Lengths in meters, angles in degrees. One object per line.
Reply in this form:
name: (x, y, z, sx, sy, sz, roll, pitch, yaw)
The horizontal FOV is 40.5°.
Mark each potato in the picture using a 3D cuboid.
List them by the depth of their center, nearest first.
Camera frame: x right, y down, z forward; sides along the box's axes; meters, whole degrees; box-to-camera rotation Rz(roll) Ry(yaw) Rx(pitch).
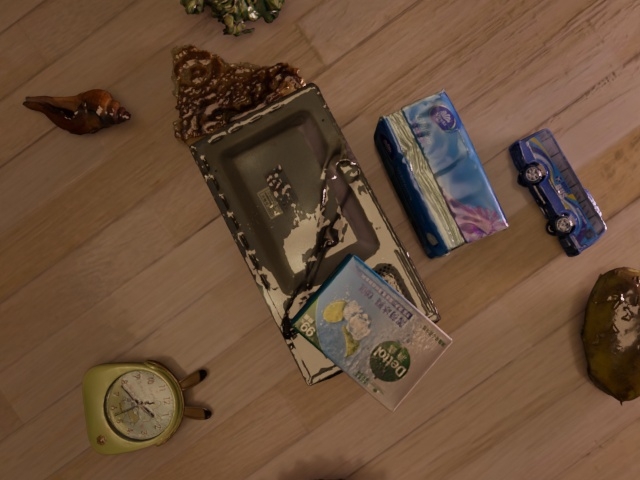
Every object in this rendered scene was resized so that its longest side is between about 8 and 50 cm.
potato: (0.550, 0.172, 1.563, 0.149, 0.113, 0.251, 4, 86, 0)

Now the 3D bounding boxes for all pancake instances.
pancake: (-0.187, -0.295, 1.672, 0.266, 0.057, 0.244, -38, 77, -3)

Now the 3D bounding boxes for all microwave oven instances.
microwave oven: (0.000, 0.000, 1.484, 0.236, 0.374, 0.432, -28, 82, 3)

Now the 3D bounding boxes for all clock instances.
clock: (-0.326, 0.308, 1.637, 0.232, 0.069, 0.170, -7, 87, 2)

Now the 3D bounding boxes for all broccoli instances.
broccoli: (-0.170, -0.481, 1.556, 0.198, 0.275, 0.177, -17, 90, 4)

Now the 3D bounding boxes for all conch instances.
conch: (-0.466, -0.244, 1.667, 0.233, 0.086, 0.080, -7, 127, 16)

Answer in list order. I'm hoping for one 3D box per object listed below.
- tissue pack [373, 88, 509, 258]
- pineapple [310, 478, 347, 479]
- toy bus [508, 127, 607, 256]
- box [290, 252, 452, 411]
tissue pack: (0.211, -0.110, 1.555, 0.146, 0.198, 0.263, -24, 87, 0)
pineapple: (0.014, 0.594, 1.467, 0.352, 0.300, 0.352, -2, 101, -12)
toy bus: (0.437, -0.090, 1.599, 0.094, 0.079, 0.236, -30, 86, 0)
box: (0.072, 0.132, 1.264, 0.194, 0.073, 0.139, 41, 89, -4)
